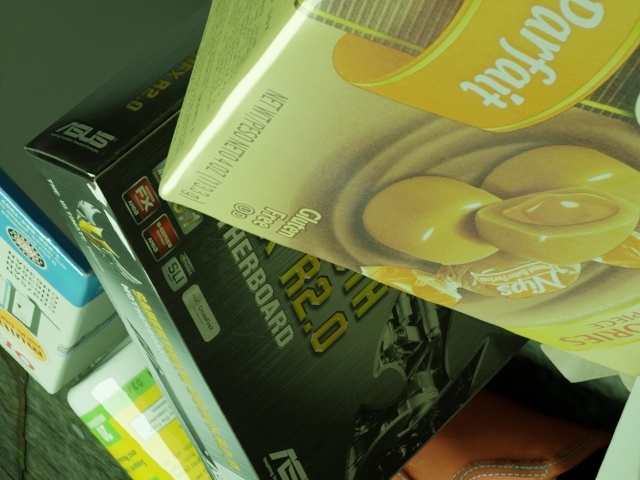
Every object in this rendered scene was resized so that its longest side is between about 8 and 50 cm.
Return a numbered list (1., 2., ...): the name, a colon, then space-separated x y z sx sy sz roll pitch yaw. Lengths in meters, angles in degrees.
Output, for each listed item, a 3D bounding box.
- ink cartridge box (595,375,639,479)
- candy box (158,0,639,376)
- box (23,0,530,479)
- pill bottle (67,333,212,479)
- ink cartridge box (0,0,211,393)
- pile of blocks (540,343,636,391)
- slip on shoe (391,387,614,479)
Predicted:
1. ink cartridge box: 0.173 0.088 0.485 0.060 0.275 0.239 19 -174 -23
2. candy box: 0.093 -0.072 0.431 0.183 0.087 0.316 20 152 -14
3. box: 0.000 0.000 0.727 0.056 0.183 0.231 24 146 46
4. pill bottle: -0.036 0.149 1.078 0.246 0.136 0.136 50 157 -4
5. ink cartridge box: -0.132 -0.054 0.888 0.171 0.168 0.233 45 157 5
6. pile of blocks: 0.202 0.090 0.591 0.362 0.112 0.149 27 152 45
7. slip on shoe: 0.113 0.127 0.847 0.331 0.123 0.101 40 124 29
